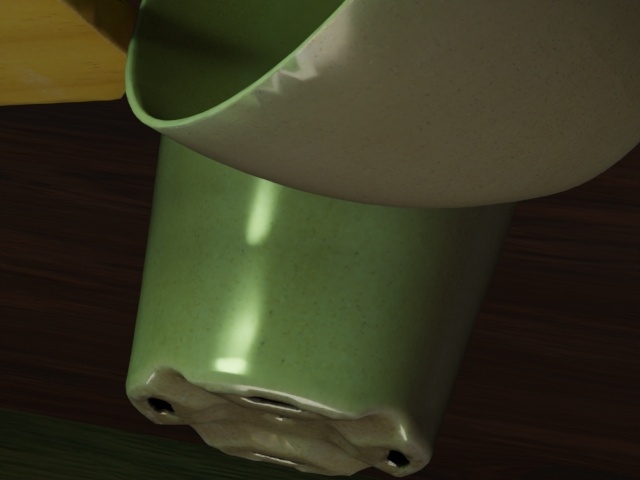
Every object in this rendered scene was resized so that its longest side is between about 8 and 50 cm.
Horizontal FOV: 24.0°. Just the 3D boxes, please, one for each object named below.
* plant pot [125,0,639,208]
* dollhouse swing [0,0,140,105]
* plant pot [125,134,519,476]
[{"bbox_3d":[0.068,-0.126,0.712,0.191,0.284,0.284,33,153,-27],"label":"plant pot"},{"bbox_3d":[-0.284,-0.228,0.790,0.305,0.315,0.347,-16,155,19],"label":"dollhouse swing"},{"bbox_3d":[0.000,0.000,1.110,0.334,0.305,0.334,12,160,4],"label":"plant pot"}]
